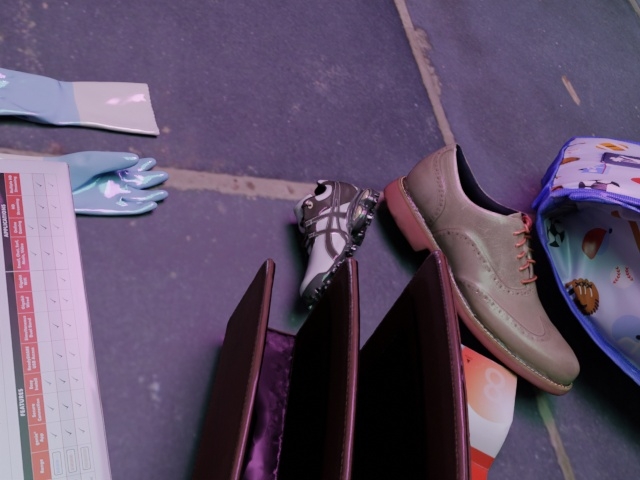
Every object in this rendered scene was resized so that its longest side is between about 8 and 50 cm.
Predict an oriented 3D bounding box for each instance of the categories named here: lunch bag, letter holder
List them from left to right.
[{"bbox_3d":[0.002,0.143,0.556,0.151,0.214,0.302,20,41,-13],"label":"letter holder"},{"bbox_3d":[0.469,0.020,0.947,0.385,0.239,0.328,42,31,5],"label":"lunch bag"}]

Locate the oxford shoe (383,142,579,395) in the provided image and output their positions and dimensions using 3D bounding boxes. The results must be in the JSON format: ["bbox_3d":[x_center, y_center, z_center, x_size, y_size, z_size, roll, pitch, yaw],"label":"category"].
[{"bbox_3d":[0.225,0.032,0.873,0.348,0.130,0.123,53,26,10],"label":"oxford shoe"}]

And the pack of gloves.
[{"bbox_3d":[-0.279,-0.119,0.753,0.232,0.046,0.195,-1,61,-32],"label":"pack of gloves"}]

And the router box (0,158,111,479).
[{"bbox_3d":[-0.321,0.096,0.491,0.301,0.082,0.336,-1,62,-31],"label":"router box"}]

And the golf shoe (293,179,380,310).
[{"bbox_3d":[0.000,0.000,0.828,0.093,0.077,0.198,24,44,4],"label":"golf shoe"}]

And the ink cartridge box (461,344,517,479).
[{"bbox_3d":[0.147,0.200,0.787,0.145,0.045,0.179,29,46,-10],"label":"ink cartridge box"}]
